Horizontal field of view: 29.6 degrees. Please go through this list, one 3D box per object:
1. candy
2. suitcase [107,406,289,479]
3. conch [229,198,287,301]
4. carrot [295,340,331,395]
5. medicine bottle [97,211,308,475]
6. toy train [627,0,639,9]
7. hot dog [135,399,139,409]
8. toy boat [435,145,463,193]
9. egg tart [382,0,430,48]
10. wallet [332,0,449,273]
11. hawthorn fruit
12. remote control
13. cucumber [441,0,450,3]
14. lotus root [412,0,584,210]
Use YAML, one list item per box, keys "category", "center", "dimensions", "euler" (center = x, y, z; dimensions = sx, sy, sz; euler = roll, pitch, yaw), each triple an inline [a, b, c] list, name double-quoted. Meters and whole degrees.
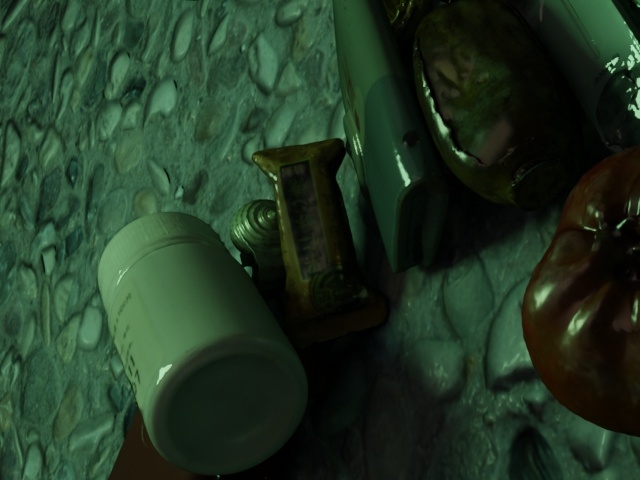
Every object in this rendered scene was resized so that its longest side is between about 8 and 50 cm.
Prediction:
- category: "candy"
  center: [0.000, 0.000, 1.586]
  dimensions: [0.143, 0.101, 0.271]
  euler: [-12, 82, 11]
- category: "suitcase"
  center: [-0.187, 0.352, 1.719]
  dimensions: [0.236, 0.161, 0.297]
  euler: [45, 117, 49]
- category: "conch"
  center: [-0.072, 0.016, 1.718]
  dimensions: [0.153, 0.102, 0.135]
  euler: [77, -175, -54]
- category: "carrot"
  center: [-0.012, 0.096, 1.647]
  dimensions: [0.067, 0.067, 0.225]
  euler: [-13, 70, 51]
- category: "medicine bottle"
  center: [-0.168, 0.124, 1.606]
  dimensions: [0.211, 0.211, 0.371]
  euler: [-64, 30, 17]
- category: "toy train"
  center: [0.373, -0.262, 1.238]
  dimensions: [0.104, 0.071, 0.178]
  euler: [-31, 53, 32]
- category: "hot dog"
  center: [-0.223, 0.238, 1.888]
  dimensions: [0.147, 0.065, 0.099]
  euler: [-20, 63, 37]
- category: "toy boat"
  center: [0.159, -0.093, 1.499]
  dimensions: [0.038, 0.038, 0.083]
  euler: [-38, 50, 41]
- category: "egg tart"
  center: [0.075, -0.344, 1.662]
  dimensions: [0.191, 0.074, 0.191]
  euler: [-25, 59, 50]
- category: "wallet"
  center: [0.075, -0.150, 1.509]
  dimensions: [0.252, 0.083, 0.360]
  euler: [91, 167, -59]
- category: "hawthorn fruit"
  center: [0.321, 0.044, 1.040]
  dimensions: [0.284, 0.284, 0.284]
  euler: [-21, 63, 49]
- category: "remote control"
  center: [0.309, -0.196, 1.295]
  dimensions: [0.104, 0.052, 0.247]
  euler: [-54, 47, 43]
- category: "cucumber"
  center: [0.247, -0.332, 1.421]
  dimensions: [0.303, 0.072, 0.081]
  euler: [2, 69, 53]
- category: "lotus root"
  center: [0.197, -0.149, 1.356]
  dimensions: [0.160, 0.152, 0.275]
  euler: [-20, 52, 4]
